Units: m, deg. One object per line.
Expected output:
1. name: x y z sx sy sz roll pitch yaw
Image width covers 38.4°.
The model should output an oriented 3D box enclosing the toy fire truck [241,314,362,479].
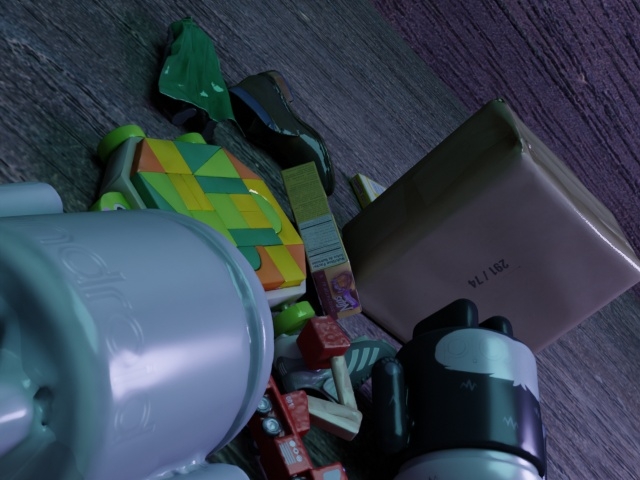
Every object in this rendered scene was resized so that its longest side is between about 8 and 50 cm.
1. toy fire truck: -0.008 0.173 0.907 0.135 0.047 0.192 -9 58 -33

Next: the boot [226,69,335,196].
1. boot: -0.067 -0.150 1.375 0.106 0.082 0.219 -21 76 -44

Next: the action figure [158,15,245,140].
1. action figure: -0.178 -0.239 1.282 0.137 0.063 0.232 30 33 -36

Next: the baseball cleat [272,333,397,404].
1. baseball cleat: 0.024 0.161 1.053 0.205 0.072 0.110 11 51 -44

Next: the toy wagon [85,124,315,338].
1. toy wagon: -0.139 -0.009 0.991 0.267 0.068 0.344 56 23 15

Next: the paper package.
1. paper package: 0.239 0.018 1.324 0.309 0.325 0.168 39 24 -25

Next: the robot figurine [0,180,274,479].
1. robot figurine: -0.162 0.081 0.634 0.300 0.199 0.353 56 23 11

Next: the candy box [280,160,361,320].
1. candy box: 0.000 0.000 1.202 0.109 0.053 0.187 74 -1 -49

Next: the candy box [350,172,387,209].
1. candy box: 0.137 -0.042 1.617 0.205 0.027 0.105 25 35 -45

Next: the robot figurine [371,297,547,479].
1. robot figurine: 0.161 0.210 1.040 0.174 0.209 0.278 85 7 -54
